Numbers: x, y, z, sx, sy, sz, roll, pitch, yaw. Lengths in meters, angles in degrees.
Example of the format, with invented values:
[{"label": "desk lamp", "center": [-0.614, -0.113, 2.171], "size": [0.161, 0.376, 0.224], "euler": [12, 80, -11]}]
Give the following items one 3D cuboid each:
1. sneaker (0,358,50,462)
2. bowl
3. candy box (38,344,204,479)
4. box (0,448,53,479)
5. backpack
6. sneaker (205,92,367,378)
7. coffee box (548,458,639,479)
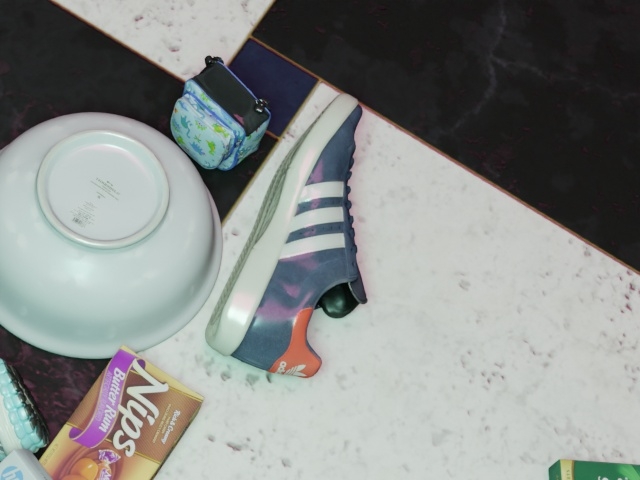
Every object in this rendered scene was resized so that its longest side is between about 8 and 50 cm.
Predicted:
[{"label": "sneaker", "center": [-0.397, 0.118, 1.649], "size": [0.122, 0.110, 0.283], "euler": [-30, 68, -8]}, {"label": "bowl", "center": [-0.244, -0.030, 1.741], "size": [0.297, 0.134, 0.298], "euler": [6, 63, -11]}, {"label": "candy box", "center": [-0.217, 0.216, 1.675], "size": [0.109, 0.053, 0.187], "euler": [33, 63, 3]}, {"label": "box", "center": [-0.313, 0.320, 1.548], "size": [0.186, 0.038, 0.145], "euler": [-44, 72, 6]}, {"label": "backpack", "center": [-0.121, -0.134, 1.831], "size": [0.105, 0.114, 0.084], "euler": [43, 63, 11]}, {"label": "sneaker", "center": [0.000, 0.000, 1.800], "size": [0.148, 0.131, 0.350], "euler": [27, 67, -8]}, {"label": "coffee box", "center": [0.350, 0.308, 1.779], "size": [0.184, 0.040, 0.113], "euler": [7, 64, -11]}]
